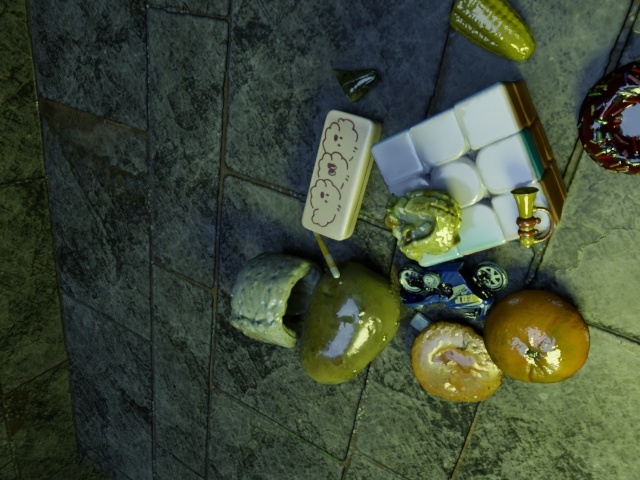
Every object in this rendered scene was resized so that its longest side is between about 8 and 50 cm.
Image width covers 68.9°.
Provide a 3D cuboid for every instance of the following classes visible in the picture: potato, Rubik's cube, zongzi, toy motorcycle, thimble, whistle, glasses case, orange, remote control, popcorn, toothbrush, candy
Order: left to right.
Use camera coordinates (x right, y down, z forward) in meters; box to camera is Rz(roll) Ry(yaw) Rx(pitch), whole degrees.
[{"bbox_3d":[-0.123,0.185,1.424,0.195,0.291,0.292,5,111,31],"label":"thimble"},{"bbox_3d":[0.000,0.000,1.341,0.288,0.021,0.024,-116,27,-43],"label":"toothbrush"},{"bbox_3d":[0.055,-0.177,1.277,0.144,0.076,0.337,21,109,22],"label":"glasses case"},{"bbox_3d":[0.083,0.245,1.334,0.269,0.219,0.359,20,94,20],"label":"potato"},{"bbox_3d":[0.092,-0.433,1.210,0.104,0.052,0.113,-33,76,28],"label":"zongzi"},{"bbox_3d":[0.201,-0.034,0.892,0.135,0.162,0.141,-37,113,2],"label":"popcorn"},{"bbox_3d":[0.318,0.259,1.347,0.124,0.018,0.053,36,124,15],"label":"remote control"},{"bbox_3d":[0.343,0.132,1.231,0.315,0.113,0.169,-5,115,42],"label":"toy motorcycle"},{"bbox_3d":[0.332,-0.150,1.015,0.290,0.291,0.291,-20,97,35],"label":"Rubik's cube"},{"bbox_3d":[0.373,-0.459,0.998,0.199,0.094,0.106,41,119,5],"label":"candy"},{"bbox_3d":[0.377,-0.042,0.834,0.046,0.057,0.109,-138,28,-68],"label":"whistle"},{"bbox_3d":[0.514,0.238,1.125,0.240,0.171,0.240,13,116,28],"label":"orange"}]

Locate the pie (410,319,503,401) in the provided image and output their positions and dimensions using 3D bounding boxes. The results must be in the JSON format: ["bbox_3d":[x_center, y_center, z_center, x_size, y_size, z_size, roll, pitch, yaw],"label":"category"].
[{"bbox_3d":[0.379,0.345,1.302,0.273,0.069,0.274,6,114,14],"label":"pie"}]

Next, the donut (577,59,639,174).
[{"bbox_3d":[0.637,-0.239,0.921,0.235,0.089,0.235,11,112,29],"label":"donut"}]
